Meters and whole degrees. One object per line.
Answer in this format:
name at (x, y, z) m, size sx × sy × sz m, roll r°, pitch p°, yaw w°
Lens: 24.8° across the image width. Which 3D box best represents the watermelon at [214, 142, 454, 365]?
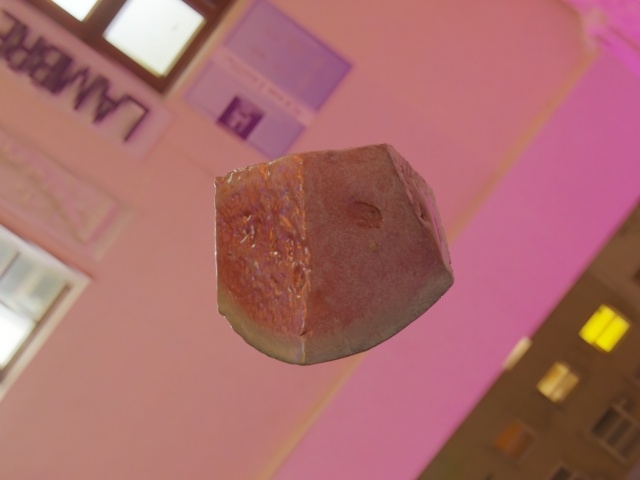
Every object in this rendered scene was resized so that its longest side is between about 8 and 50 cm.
watermelon at (-0.003, 0.003, 0.527) m, size 0.072 × 0.085 × 0.092 m, roll 45°, pitch -137°, yaw -28°
